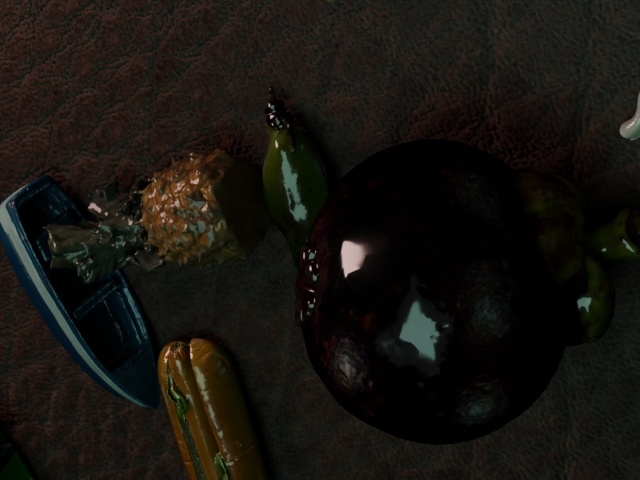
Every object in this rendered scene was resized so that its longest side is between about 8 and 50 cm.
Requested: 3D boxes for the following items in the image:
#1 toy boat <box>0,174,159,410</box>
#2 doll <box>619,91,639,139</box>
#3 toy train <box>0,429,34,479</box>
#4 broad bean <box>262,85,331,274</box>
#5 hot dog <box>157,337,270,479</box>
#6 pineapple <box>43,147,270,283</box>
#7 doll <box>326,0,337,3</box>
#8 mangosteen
[{"bbox_3d":[-0.269,0.070,2.023,0.062,0.096,0.299,-14,111,42],"label":"toy boat"},{"bbox_3d":[0.340,-0.128,1.633,0.113,0.071,0.135,35,123,28],"label":"doll"},{"bbox_3d":[-0.492,0.312,2.257,0.301,0.120,0.202,-15,113,32],"label":"toy train"},{"bbox_3d":[0.000,0.000,1.867,0.077,0.061,0.339,-17,109,21],"label":"broad bean"},{"bbox_3d":[-0.123,0.227,2.054,0.100,0.068,0.249,-5,114,30],"label":"hot dog"},{"bbox_3d":[-0.179,-0.018,1.908,0.248,0.128,0.128,-12,111,31],"label":"pineapple"},{"bbox_3d":[-0.015,-0.347,1.673,0.286,0.091,0.202,41,116,13],"label":"doll"},{"bbox_3d":[0.127,0.049,1.715,0.297,0.313,0.297,-3,86,51],"label":"mangosteen"}]
